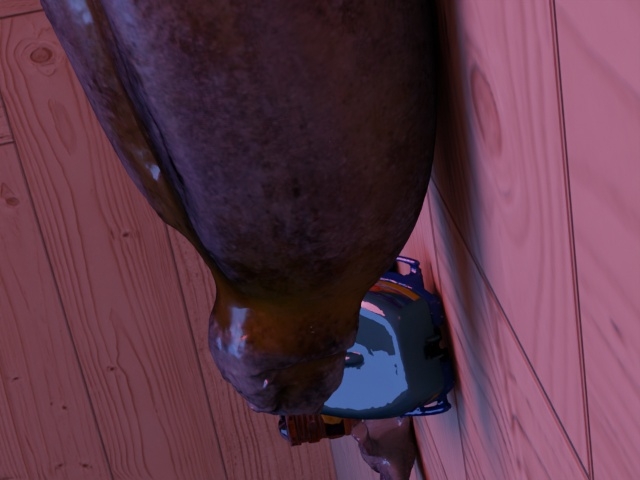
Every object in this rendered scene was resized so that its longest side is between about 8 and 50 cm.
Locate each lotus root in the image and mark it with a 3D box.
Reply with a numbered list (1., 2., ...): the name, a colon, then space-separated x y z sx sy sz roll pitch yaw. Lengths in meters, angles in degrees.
1. lotus root: -0.021 -0.080 0.543 0.158 0.140 0.322 27 139 55

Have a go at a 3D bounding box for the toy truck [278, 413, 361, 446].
1. toy truck: -0.004 0.113 1.405 0.192 0.092 0.083 -93 -3 -45

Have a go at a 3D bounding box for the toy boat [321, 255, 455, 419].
1. toy boat: 0.016 0.047 0.752 0.175 0.110 0.091 -2 104 44

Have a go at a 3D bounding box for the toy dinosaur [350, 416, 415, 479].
1. toy dinosaur: 0.047 0.149 0.971 0.209 0.039 0.082 -88 -13 -54

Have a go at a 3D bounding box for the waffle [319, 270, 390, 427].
1. waffle: 0.009 0.008 0.921 0.193 0.070 0.197 -111 12 -73
